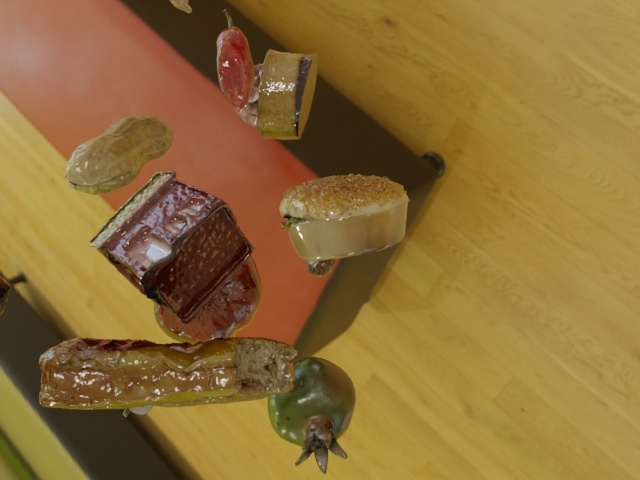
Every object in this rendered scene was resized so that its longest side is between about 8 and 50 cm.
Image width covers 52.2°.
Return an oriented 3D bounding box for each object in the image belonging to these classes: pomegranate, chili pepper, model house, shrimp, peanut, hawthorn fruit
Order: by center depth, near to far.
[{"bbox_3d":[-0.138,-0.288,1.056,0.050,0.059,0.191,100,163,-70],"label":"chili pepper"},{"bbox_3d":[-0.276,-0.004,1.146,0.254,0.196,0.160,28,160,40],"label":"model house"},{"bbox_3d":[-0.011,0.334,1.259,0.224,0.181,0.182,-114,24,-58],"label":"pomegranate"},{"bbox_3d":[-0.494,-0.220,1.635,0.149,0.313,0.149,16,130,21],"label":"peanut"},{"bbox_3d":[0.000,0.000,1.641,0.101,0.042,0.190,-17,63,35],"label":"shrimp"},{"bbox_3d":[-0.285,0.129,1.684,0.287,0.287,0.330,64,175,-2],"label":"hawthorn fruit"}]

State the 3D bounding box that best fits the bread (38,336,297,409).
[{"bbox_3d":[-0.224,0.199,1.005,0.185,0.380,0.109,98,169,-71],"label":"bread"}]

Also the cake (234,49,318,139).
[{"bbox_3d":[-0.109,-0.326,1.427,0.178,0.185,0.208,16,86,4],"label":"cake"}]

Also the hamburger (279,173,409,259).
[{"bbox_3d":[0.054,-0.062,1.474,0.301,0.302,0.171,-2,104,43],"label":"hamburger"}]

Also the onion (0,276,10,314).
[{"bbox_3d":[-0.772,0.129,1.484,0.118,0.118,0.117,-10,76,45],"label":"onion"}]

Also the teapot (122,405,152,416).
[{"bbox_3d":[-0.434,0.385,1.556,0.064,0.083,0.064,51,165,-4],"label":"teapot"}]

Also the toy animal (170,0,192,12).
[{"bbox_3d":[-0.281,-0.584,1.229,0.166,0.250,0.154,20,170,-12],"label":"toy animal"}]
